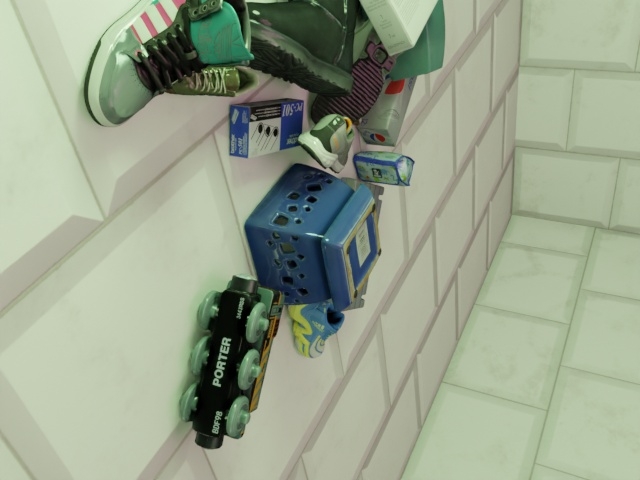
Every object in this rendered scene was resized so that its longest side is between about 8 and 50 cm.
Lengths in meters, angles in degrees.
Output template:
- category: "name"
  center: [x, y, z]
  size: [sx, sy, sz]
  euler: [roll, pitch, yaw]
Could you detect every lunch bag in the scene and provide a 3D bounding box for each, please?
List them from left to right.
- category: "lunch bag"
  center: [0.173, -0.202, 1.752]
  size: [0.151, 0.129, 0.096]
  euler: [18, 83, -65]

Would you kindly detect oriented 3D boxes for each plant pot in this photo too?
- category: "plant pot"
  center: [0.000, 0.000, 1.379]
  size: [0.236, 0.212, 0.236]
  euler: [-54, 145, -40]
- category: "plant pot"
  center: [0.221, -0.531, 1.604]
  size: [0.165, 0.166, 0.234]
  euler: [-37, 116, -55]

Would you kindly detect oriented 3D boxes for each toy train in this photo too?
- category: "toy train"
  center: [-0.162, 0.228, 1.237]
  size: [0.190, 0.142, 0.333]
  euler: [14, 87, -74]

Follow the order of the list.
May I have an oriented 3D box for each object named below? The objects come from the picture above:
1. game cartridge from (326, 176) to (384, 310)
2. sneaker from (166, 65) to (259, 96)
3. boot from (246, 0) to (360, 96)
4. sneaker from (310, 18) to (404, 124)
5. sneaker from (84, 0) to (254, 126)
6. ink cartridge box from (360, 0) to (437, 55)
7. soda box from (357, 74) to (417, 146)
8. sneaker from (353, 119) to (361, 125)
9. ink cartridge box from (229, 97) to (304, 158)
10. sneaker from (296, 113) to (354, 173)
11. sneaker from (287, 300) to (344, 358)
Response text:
- category: "game cartridge"
  center: [0.083, 0.014, 1.739]
  size: [0.230, 0.068, 0.354]
  euler: [5, 96, -61]
- category: "sneaker"
  center: [-0.174, -0.269, 1.054]
  size: [0.192, 0.086, 0.064]
  euler: [-23, 120, -60]
- category: "boot"
  center: [-0.031, -0.529, 1.177]
  size: [0.367, 0.146, 0.445]
  euler: [7, 92, -61]
- category: "sneaker"
  center: [0.082, -0.396, 1.501]
  size: [0.122, 0.146, 0.330]
  euler: [40, 86, -29]
- category: "sneaker"
  center: [-0.190, -0.271, 0.912]
  size: [0.295, 0.179, 0.123]
  euler: [-65, 151, -26]
- category: "ink cartridge box"
  center: [0.150, -0.568, 1.314]
  size: [0.261, 0.066, 0.296]
  euler: [56, 42, -29]
- category: "soda box"
  center: [0.191, -0.404, 1.750]
  size: [0.098, 0.091, 0.286]
  euler: [48, 57, -59]
- category: "sneaker"
  center: [0.091, -0.353, 1.621]
  size: [0.067, 0.042, 0.118]
  euler: [-63, 158, -23]
- category: "ink cartridge box"
  center: [-0.103, -0.225, 1.266]
  size: [0.207, 0.046, 0.097]
  euler: [-28, 126, -59]
- category: "sneaker"
  center: [0.032, -0.212, 1.373]
  size: [0.108, 0.100, 0.271]
  euler: [-45, 179, 9]
- category: "sneaker"
  center: [0.001, 0.221, 1.568]
  size: [0.091, 0.126, 0.240]
  euler: [-61, 149, -33]
